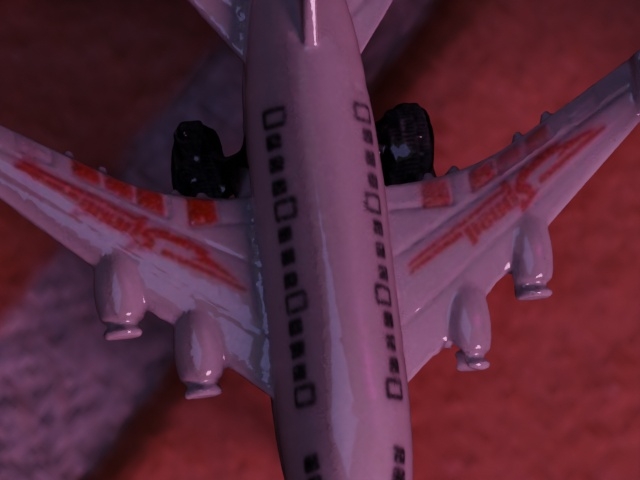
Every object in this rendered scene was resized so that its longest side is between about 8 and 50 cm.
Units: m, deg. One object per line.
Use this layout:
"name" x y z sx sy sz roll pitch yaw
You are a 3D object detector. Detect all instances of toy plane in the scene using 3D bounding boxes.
"toy plane" 0.000 0.000 0.452 0.162 0.065 0.171 -5 90 -8
